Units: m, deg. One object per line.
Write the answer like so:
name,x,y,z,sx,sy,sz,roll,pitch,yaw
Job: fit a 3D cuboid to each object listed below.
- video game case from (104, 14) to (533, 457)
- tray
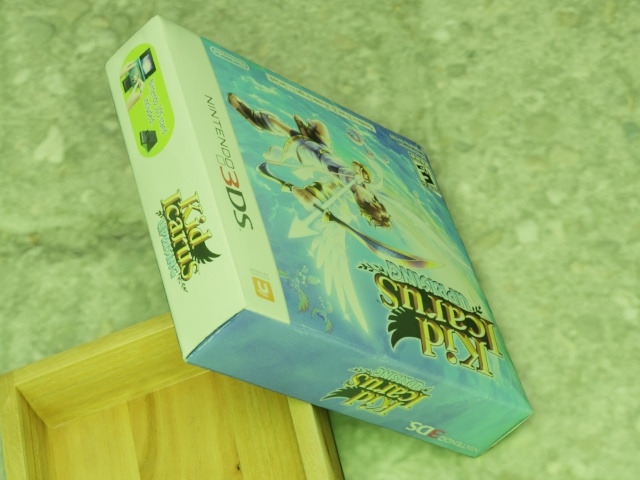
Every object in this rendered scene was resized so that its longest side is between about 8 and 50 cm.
video game case,0.000,0.000,1.232,0.061,0.269,0.244,-40,48,27
tray,-0.070,0.225,1.136,0.203,0.076,0.411,-20,50,6
